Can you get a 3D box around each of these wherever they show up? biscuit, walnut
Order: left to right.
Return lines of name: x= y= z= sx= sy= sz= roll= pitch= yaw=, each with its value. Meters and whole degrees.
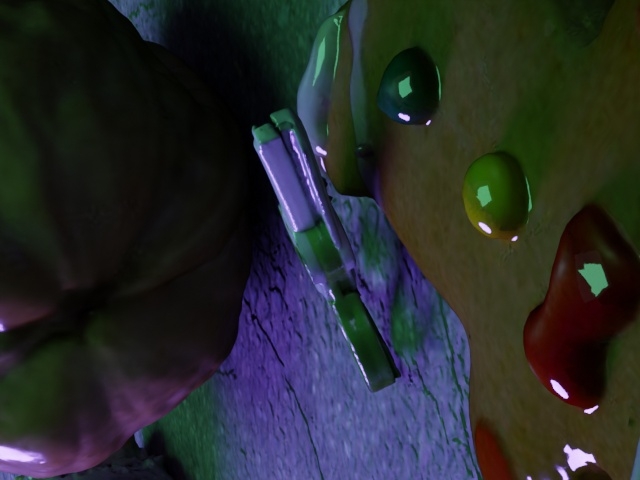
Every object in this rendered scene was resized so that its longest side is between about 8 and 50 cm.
walnut: x=-0.199 y=-0.024 z=1.002 sx=0.344 sy=0.306 sz=0.306 roll=-123 pitch=33 yaw=-58
biscuit: x=0.092 y=-0.007 z=0.593 sx=0.283 sy=0.064 sz=0.432 roll=105 pitch=149 yaw=-42

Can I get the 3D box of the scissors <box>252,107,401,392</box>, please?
scissors: x=0.000 y=0.000 z=0.749 sx=0.101 sy=0.027 sz=0.204 roll=62 pitch=177 yaw=29

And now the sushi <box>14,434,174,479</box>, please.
sushi: x=-0.171 y=0.284 z=1.205 sx=0.184 sy=0.139 sz=0.274 roll=162 pitch=103 yaw=-66
